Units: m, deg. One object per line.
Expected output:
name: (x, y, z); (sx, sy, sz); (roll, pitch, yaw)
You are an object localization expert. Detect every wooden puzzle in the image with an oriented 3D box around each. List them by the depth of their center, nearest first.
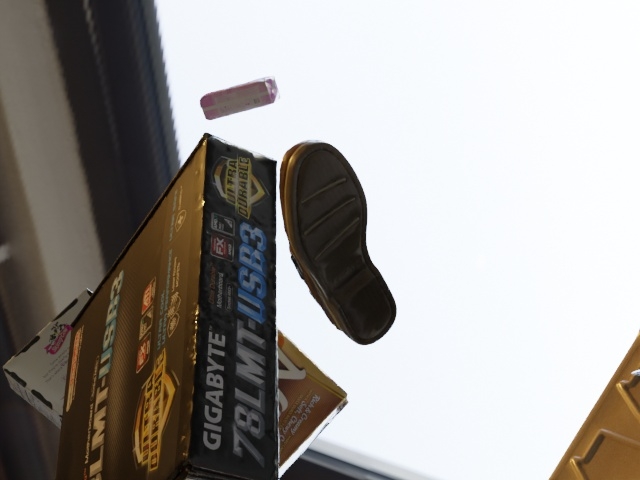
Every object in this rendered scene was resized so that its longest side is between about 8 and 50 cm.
wooden puzzle: (0.473, 0.281, 1.381); (0.080, 0.322, 0.348); (41, -105, -34)

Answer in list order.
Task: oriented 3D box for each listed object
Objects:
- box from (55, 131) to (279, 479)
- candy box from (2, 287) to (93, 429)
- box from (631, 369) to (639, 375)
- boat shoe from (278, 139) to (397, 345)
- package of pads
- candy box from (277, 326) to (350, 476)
box: (-0.129, 0.117, 0.851); (0.073, 0.293, 0.295); (20, -134, -25)
candy box: (-0.276, 0.194, 1.440); (0.159, 0.233, 0.071); (-46, -17, -27)
box: (0.379, 0.080, 0.923); (0.225, 0.136, 0.036); (-9, -88, -40)
boat shoe: (0.000, 0.000, 1.362); (0.111, 0.104, 0.307); (-31, -53, -19)
package of pads: (-0.090, -0.160, 1.224); (0.050, 0.083, 0.032); (-59, -46, -71)
candy box: (-0.127, 0.290, 1.645); (0.316, 0.183, 0.087); (-46, -13, -9)
